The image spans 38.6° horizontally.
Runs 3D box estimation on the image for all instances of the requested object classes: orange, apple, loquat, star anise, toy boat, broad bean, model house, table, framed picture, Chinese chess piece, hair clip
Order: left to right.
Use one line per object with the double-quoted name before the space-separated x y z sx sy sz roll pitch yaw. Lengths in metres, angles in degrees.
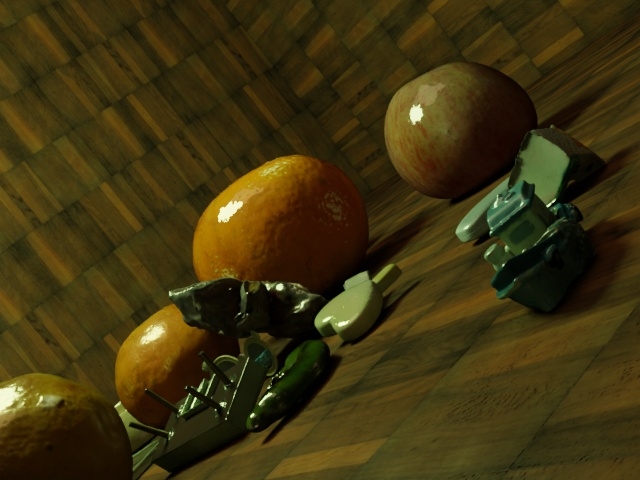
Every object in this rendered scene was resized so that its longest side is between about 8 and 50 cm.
"loquat" -0.459 0.367 1.455 0.328 0.328 0.328 -39 4 3
"framed picture" -0.440 0.504 1.825 0.315 0.024 0.232 -37 4 36
"Chinese chess piece" -0.437 0.424 2.165 0.250 0.103 0.250 -37 4 3
"orange" -0.303 0.261 1.924 0.284 0.226 0.284 -43 0 0
"table" -0.208 0.268 1.476 0.240 0.111 0.121 -36 25 42
"star anise" -0.129 0.134 1.753 0.332 0.332 0.117 152 126 -71
"orange" -0.081 0.004 2.079 0.424 0.326 0.424 -35 -10 -7
"broad bean" -0.042 0.210 1.378 0.144 0.049 0.292 -45 1 4
"hair clip" 0.070 0.101 1.492 0.159 0.071 0.218 -35 9 13
"apple" 0.292 -0.251 1.979 0.345 0.269 0.345 -38 3 2
"toy boat" 0.218 0.002 0.957 0.109 0.098 0.238 -40 3 23
"model house" 0.332 -0.098 1.276 0.100 0.088 0.100 -12 -49 -40

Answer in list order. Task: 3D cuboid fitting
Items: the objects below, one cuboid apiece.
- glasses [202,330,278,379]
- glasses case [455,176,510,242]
"glasses" -0.166 0.292 1.644 0.190 0.088 0.220 -35 25 40
"glasses case" 0.285 -0.060 1.436 0.178 0.045 0.067 -40 4 -15
